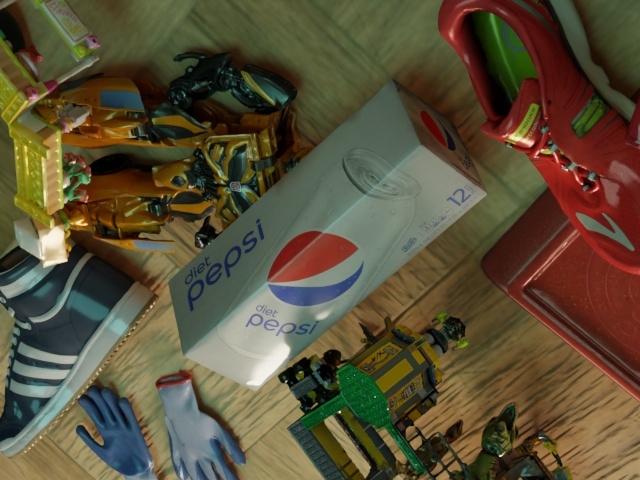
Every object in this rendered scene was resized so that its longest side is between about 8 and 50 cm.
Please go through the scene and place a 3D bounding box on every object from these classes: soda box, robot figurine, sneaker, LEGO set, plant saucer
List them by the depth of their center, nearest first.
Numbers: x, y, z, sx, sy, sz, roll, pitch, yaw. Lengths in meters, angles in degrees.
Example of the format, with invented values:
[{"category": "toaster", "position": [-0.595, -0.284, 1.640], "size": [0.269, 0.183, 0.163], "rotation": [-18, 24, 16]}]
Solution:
[{"category": "sneaker", "position": [0.177, -0.084, 1.094], "size": [0.107, 0.118, 0.279], "rotation": [-40, 79, 42]}, {"category": "plant saucer", "position": [0.296, 0.034, 1.186], "size": [0.259, 0.048, 0.258], "rotation": [40, 128, 1]}, {"category": "soda box", "position": [0.000, 0.000, 1.212], "size": [0.286, 0.098, 0.091], "rotation": [-41, 130, 21]}, {"category": "LEGO set", "position": [-0.247, -0.120, 1.248], "size": [0.132, 0.107, 0.287], "rotation": [-1, 120, 46]}, {"category": "LEGO set", "position": [0.138, 0.189, 1.256], "size": [0.331, 0.192, 0.255], "rotation": [49, 150, 9]}, {"category": "robot figurine", "position": [-0.137, -0.069, 1.314], "size": [0.291, 0.085, 0.211], "rotation": [4, 121, 25]}, {"category": "sneaker", "position": [-0.302, 0.103, 1.489], "size": [0.153, 0.099, 0.282], "rotation": [39, 121, -6]}]

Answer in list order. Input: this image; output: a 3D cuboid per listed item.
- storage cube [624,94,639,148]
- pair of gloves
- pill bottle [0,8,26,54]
[{"category": "storage cube", "position": [0.335, -0.149, 0.958], "size": [0.184, 0.215, 0.193], "rotation": [22, 119, 14]}, {"category": "pair of gloves", "position": [-0.178, 0.219, 1.548], "size": [0.198, 0.023, 0.159], "rotation": [-11, 111, 30]}, {"category": "pill bottle", "position": [-0.399, -0.171, 1.357], "size": [0.219, 0.123, 0.123], "rotation": [-1, 118, 24]}]
